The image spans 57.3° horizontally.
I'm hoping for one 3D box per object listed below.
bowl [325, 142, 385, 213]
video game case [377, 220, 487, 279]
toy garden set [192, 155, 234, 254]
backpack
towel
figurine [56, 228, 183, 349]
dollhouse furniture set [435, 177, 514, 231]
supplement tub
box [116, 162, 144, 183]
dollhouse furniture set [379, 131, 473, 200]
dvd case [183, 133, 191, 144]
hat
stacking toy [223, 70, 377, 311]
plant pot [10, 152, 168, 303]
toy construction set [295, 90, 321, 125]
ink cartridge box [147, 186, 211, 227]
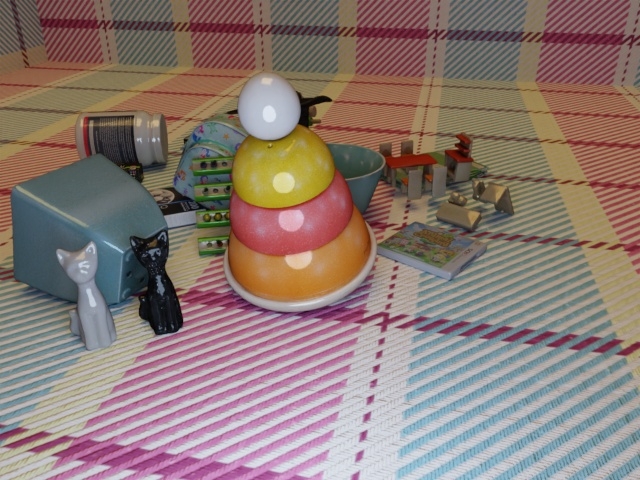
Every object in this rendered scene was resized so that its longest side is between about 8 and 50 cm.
[{"bbox_3d":[0.023,-0.152,1.643,0.312,0.163,0.311,0,27,0],"label":"bowl"},{"bbox_3d":[0.277,0.019,1.464,0.212,0.023,0.193,21,33,35],"label":"video game case"},{"bbox_3d":[-0.210,-0.095,1.461,0.204,0.244,0.049,-5,-7,-9],"label":"toy garden set"},{"bbox_3d":[-0.270,-0.210,1.603,0.225,0.253,0.191,29,23,-3],"label":"backpack"},{"bbox_3d":[0.356,-0.231,1.941,0.325,0.038,0.248,-17,31,-28],"label":"towel"},{"bbox_3d":[-0.384,0.087,1.127,0.215,0.209,0.092,-10,29,-18],"label":"figurine"},{"bbox_3d":[0.434,-0.075,1.643,0.144,0.123,0.151,23,70,38],"label":"dollhouse furniture set"},{"bbox_3d":[-0.668,-0.343,1.985,0.272,0.191,0.191,-3,27,-5],"label":"supplement tub"},{"bbox_3d":[-0.618,-0.214,1.887,0.083,0.052,0.062,-4,28,-5],"label":"box"},{"bbox_3d":[0.322,-0.245,1.777,0.259,0.135,0.262,-8,28,-12],"label":"dollhouse furniture set"},{"bbox_3d":[-0.381,-0.398,2.270,0.239,0.029,0.179,8,28,17],"label":"dvd case"},{"bbox_3d":[-0.122,-0.339,1.721,0.331,0.134,0.331,-9,13,2],"label":"hat"},{"bbox_3d":[-0.070,-0.123,1.203,0.351,0.480,0.350,-5,39,4],"label":"stacking toy"},{"bbox_3d":[-0.482,-0.003,1.285,0.252,0.248,0.247,27,34,15],"label":"plant pot"},{"bbox_3d":[-0.159,-0.416,2.072,0.237,0.257,0.309,4,37,25],"label":"toy construction set"},{"bbox_3d":[-0.397,-0.102,1.677,0.208,0.045,0.206,-10,29,-22],"label":"ink cartridge box"}]
